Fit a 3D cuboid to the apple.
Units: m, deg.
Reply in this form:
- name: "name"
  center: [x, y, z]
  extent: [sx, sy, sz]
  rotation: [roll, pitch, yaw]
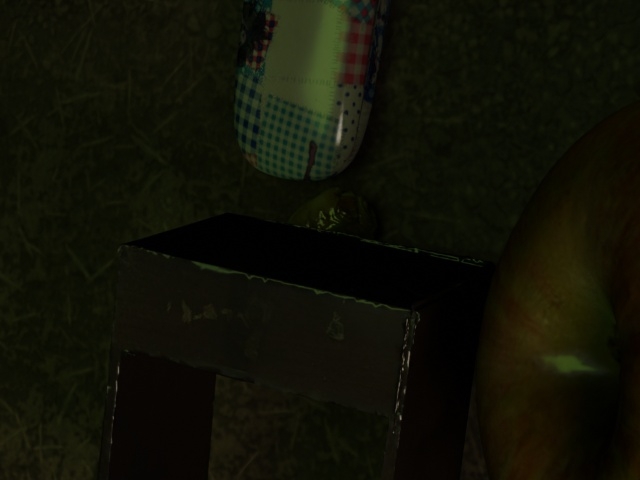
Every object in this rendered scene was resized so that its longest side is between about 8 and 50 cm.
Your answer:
- name: "apple"
  center: [0.297, 0.100, 1.096]
  extent: [0.400, 0.333, 0.400]
  rotation: [-172, 90, -67]

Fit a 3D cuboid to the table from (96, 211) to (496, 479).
- name: "table"
  center: [-0.022, 0.146, 1.352]
  extent: [0.250, 0.196, 0.282]
  rotation: [11, 102, 20]

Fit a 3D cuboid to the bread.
- name: "bread"
  center: [0.000, 0.000, 1.458]
  extent: [0.110, 0.060, 0.066]
  rotation: [-43, 82, 25]

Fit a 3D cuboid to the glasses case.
- name: "glasses case"
  center: [-0.001, -0.213, 1.456]
  extent: [0.125, 0.076, 0.327]
  rotation: [10, 94, 35]
